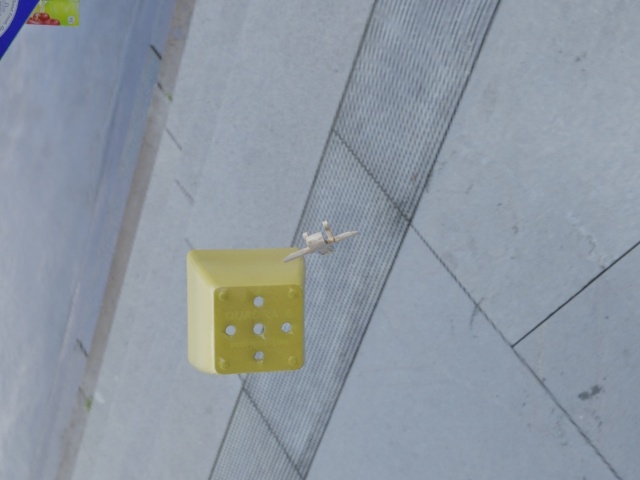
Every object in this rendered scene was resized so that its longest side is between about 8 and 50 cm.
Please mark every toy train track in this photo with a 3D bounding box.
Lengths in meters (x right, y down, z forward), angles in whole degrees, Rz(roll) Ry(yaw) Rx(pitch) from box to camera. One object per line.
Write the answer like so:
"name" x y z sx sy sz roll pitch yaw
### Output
"toy train track" 0.000 0.000 0.428 0.048 0.083 0.014 -21 83 4

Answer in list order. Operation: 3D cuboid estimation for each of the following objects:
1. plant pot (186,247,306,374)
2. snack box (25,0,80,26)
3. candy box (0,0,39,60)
"plant pot" -0.117 0.131 1.171 0.187 0.212 0.212 -150 60 -76
"snack box" -0.481 -0.459 1.107 0.070 0.174 0.207 47 135 41
"candy box" -0.429 -0.289 0.677 0.317 0.122 0.268 18 73 20
